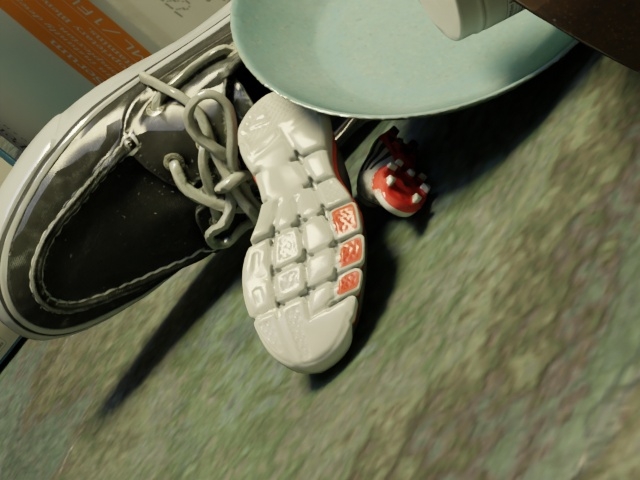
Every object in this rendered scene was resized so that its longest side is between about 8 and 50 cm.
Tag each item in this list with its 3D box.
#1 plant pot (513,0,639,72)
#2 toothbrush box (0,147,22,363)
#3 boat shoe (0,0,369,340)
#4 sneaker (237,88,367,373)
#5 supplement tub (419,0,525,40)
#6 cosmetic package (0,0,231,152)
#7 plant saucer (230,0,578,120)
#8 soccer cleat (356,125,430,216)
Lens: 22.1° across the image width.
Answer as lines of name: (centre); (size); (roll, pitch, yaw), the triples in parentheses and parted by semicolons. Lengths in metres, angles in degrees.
plant pot: (0.149, -0.187, 0.627); (0.230, 0.215, 0.215); (-58, 19, 15)
toothbrush box: (-0.305, 0.021, 1.238); (0.216, 0.126, 0.295); (-52, 20, -5)
boat shoe: (-0.052, -0.051, 0.888); (0.306, 0.113, 0.105); (-37, 26, -9)
sneaker: (0.000, 0.000, 0.788); (0.061, 0.065, 0.157); (-14, 54, 15)
supplement tub: (0.093, -0.144, 0.746); (0.107, 0.071, 0.071); (-27, 21, -6)
cosmetic package: (-0.186, -0.197, 1.224); (0.161, 0.230, 0.453); (-57, 22, -16)
plant saucer: (0.053, -0.118, 0.810); (0.195, 0.037, 0.195); (-10, 47, 11)
soccer cleat: (0.032, -0.026, 0.794); (0.035, 0.029, 0.083); (-51, 16, 21)
